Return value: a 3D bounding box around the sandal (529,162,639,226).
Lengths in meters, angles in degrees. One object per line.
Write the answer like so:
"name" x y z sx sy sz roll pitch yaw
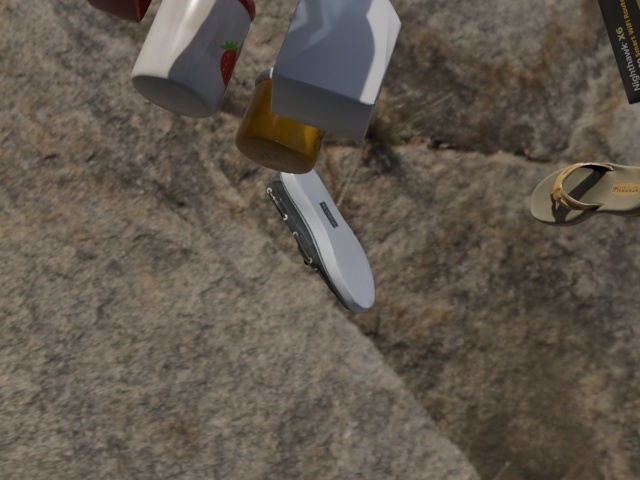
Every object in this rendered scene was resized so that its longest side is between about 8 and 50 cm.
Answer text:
"sandal" 0.296 -0.056 1.035 0.049 0.180 0.072 18 81 -28

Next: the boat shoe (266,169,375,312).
"boat shoe" 0.000 0.000 0.791 0.049 0.040 0.142 -15 76 -55

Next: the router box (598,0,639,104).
"router box" 0.408 -0.329 1.012 0.081 0.243 0.309 -19 91 -30

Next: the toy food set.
"toy food set" -0.016 -0.115 0.346 0.111 0.232 0.104 19 75 1
